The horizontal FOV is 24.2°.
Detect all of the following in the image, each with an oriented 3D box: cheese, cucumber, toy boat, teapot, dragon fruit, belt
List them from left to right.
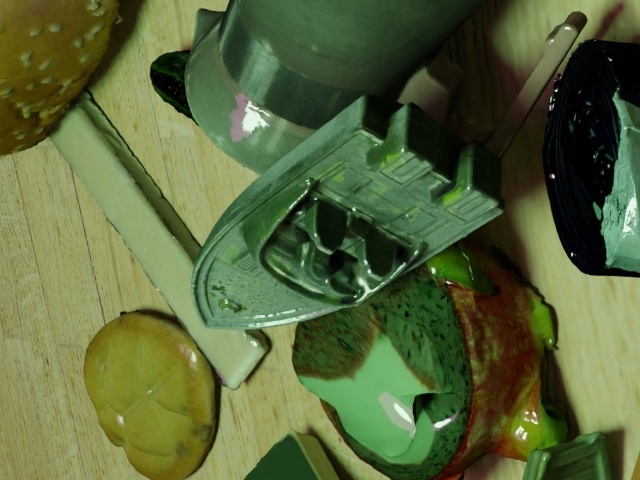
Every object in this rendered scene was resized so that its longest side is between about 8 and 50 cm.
[{"bbox_3d":[-0.184,-0.013,1.615,0.400,0.034,0.085,51,132,22],"label":"cheese"},{"bbox_3d":[-0.081,-0.128,1.422,0.241,0.074,0.074,28,124,43],"label":"cucumber"},{"bbox_3d":[0.000,0.000,1.171,0.319,0.141,0.092,-35,38,42],"label":"toy boat"},{"bbox_3d":[0.051,-0.207,1.130,0.300,0.253,0.344,35,140,8],"label":"teapot"},{"bbox_3d":[0.079,0.097,1.291,0.295,0.130,0.268,35,123,36],"label":"dragon fruit"},{"bbox_3d":[0.207,0.293,1.244,0.055,0.093,0.293,27,128,61],"label":"toy boat"},{"bbox_3d":[0.216,-0.056,1.035,0.198,0.078,0.151,-97,14,-48],"label":"belt"}]

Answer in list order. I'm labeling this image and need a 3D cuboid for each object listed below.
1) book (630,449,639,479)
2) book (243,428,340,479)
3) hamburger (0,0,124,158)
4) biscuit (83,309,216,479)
[{"bbox_3d":[0.343,0.161,1.026,0.262,0.028,0.374,41,144,32],"label":"book"},{"bbox_3d":[-0.090,0.399,1.470,0.371,0.043,0.260,-46,45,16],"label":"book"},{"bbox_3d":[-0.397,-0.243,1.555,0.445,0.287,0.268,-40,67,53],"label":"hamburger"},{"bbox_3d":[-0.192,0.172,1.689,0.260,0.041,0.203,-42,72,50],"label":"biscuit"}]
